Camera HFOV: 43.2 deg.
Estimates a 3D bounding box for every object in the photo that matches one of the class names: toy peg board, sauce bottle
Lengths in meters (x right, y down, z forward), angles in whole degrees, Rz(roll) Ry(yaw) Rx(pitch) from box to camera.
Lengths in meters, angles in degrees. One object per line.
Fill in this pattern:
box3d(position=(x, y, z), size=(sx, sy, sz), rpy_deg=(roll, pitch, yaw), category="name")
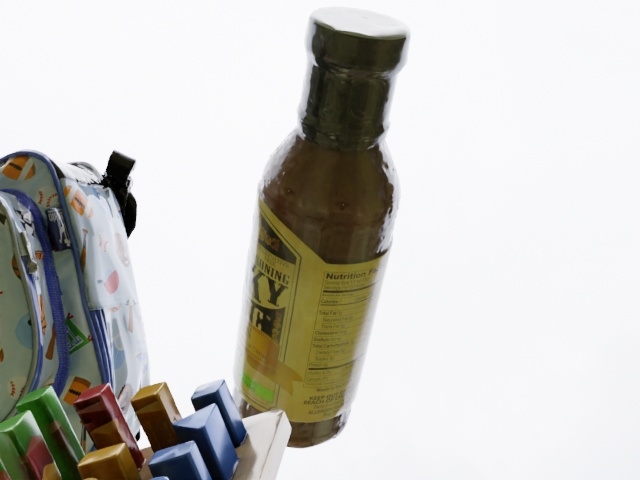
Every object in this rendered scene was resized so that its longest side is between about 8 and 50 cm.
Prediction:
box3d(position=(-0.114, 0.124, 0.424), size=(0.160, 0.161, 0.079), rpy_deg=(-19, -77, 12), category="toy peg board")
box3d(position=(0.000, 0.000, 0.619), size=(0.111, 0.111, 0.344), rpy_deg=(13, -62, 5), category="sauce bottle")

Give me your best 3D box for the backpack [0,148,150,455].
box3d(position=(-0.264, 0.081, 0.645), size=(0.276, 0.213, 0.263), rpy_deg=(-19, -87, 12), category="backpack")
